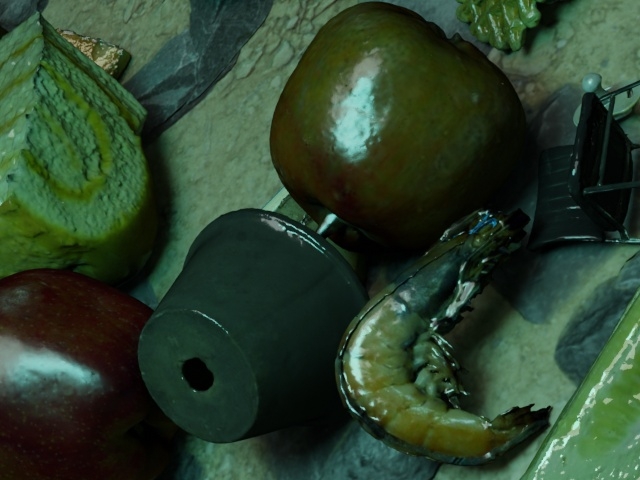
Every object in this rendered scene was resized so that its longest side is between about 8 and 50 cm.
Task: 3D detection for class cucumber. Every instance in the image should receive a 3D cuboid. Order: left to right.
[{"bbox_3d":[0.291,0.164,1.239,0.145,0.105,0.325,33,87,18],"label":"cucumber"}]

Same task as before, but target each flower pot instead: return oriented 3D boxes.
[{"bbox_3d":[-0.089,0.113,1.427,0.269,0.166,0.268,16,119,31],"label":"flower pot"}]

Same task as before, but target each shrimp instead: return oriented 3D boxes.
[{"bbox_3d":[0.159,0.101,1.359,0.222,0.054,0.290,36,77,13],"label":"shrimp"}]

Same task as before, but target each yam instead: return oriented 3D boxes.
[{"bbox_3d":[0.000,0.000,1.583,0.069,0.070,0.146,-49,44,4],"label":"yam"}]

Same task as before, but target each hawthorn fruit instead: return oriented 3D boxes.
[{"bbox_3d":[0.067,-0.105,1.468,0.301,0.268,0.268,-52,45,0],"label":"hawthorn fruit"}]

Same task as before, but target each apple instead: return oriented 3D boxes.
[{"bbox_3d":[-0.317,0.174,1.585,0.317,0.288,0.288,13,73,24],"label":"apple"}]

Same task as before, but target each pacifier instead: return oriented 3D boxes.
[{"bbox_3d":[0.308,-0.161,1.439,0.083,0.064,0.068,-26,34,24],"label":"pacifier"}]

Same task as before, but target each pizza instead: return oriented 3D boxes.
[{"bbox_3d":[-0.395,-0.261,2.052,0.204,0.080,0.188,-35,71,4],"label":"pizza"}]

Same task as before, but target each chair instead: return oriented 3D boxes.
[{"bbox_3d":[0.290,-0.074,1.346,0.221,0.145,0.140,-6,61,37],"label":"chair"}]

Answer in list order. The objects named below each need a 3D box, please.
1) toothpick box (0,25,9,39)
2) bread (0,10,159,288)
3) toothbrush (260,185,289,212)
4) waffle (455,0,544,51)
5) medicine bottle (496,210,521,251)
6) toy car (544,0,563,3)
[{"bbox_3d":[-0.734,-0.265,2.085,0.425,0.409,0.409,-41,46,3],"label":"toothpick box"},{"bbox_3d":[-0.360,-0.092,1.795,0.239,0.264,0.395,-34,38,34],"label":"bread"},{"bbox_3d":[-0.088,-0.014,1.688,0.294,0.028,0.026,-48,67,5],"label":"toothbrush"},{"bbox_3d":[0.219,-0.322,1.565,0.169,0.036,0.183,45,130,50],"label":"waffle"},{"bbox_3d":[0.177,0.006,1.454,0.083,0.047,0.047,-32,49,19],"label":"medicine bottle"},{"bbox_3d":[0.264,-0.335,1.578,0.142,0.055,0.069,51,139,47],"label":"toy car"}]
